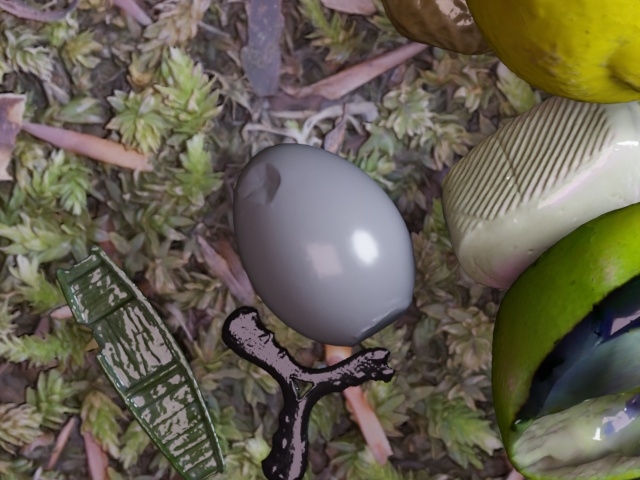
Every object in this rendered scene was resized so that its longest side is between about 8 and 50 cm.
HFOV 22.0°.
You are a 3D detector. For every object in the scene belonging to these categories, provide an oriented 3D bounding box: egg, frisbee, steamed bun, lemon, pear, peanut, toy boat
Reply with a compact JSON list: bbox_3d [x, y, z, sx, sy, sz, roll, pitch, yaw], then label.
[{"bbox_3d":[0.000,0.000,1.760,0.176,0.176,0.232,-33,86,10],"label":"egg"},{"bbox_3d":[-0.008,0.157,1.859,0.187,0.012,0.211,-21,91,10],"label":"frisbee"},{"bbox_3d":[0.251,-0.046,1.729,0.238,0.170,0.152,-30,125,15],"label":"steamed bun"},{"bbox_3d":[0.288,-0.300,1.610,0.348,0.348,0.348,1,96,9],"label":"lemon"},{"bbox_3d":[0.333,0.079,1.666,0.399,0.399,0.165,-35,56,10],"label":"pear"},{"bbox_3d":[0.102,-0.277,1.758,0.226,0.095,0.108,40,103,4],"label":"peanut"},{"bbox_3d":[-0.197,0.143,1.866,0.093,0.055,0.293,-31,89,10],"label":"toy boat"}]
